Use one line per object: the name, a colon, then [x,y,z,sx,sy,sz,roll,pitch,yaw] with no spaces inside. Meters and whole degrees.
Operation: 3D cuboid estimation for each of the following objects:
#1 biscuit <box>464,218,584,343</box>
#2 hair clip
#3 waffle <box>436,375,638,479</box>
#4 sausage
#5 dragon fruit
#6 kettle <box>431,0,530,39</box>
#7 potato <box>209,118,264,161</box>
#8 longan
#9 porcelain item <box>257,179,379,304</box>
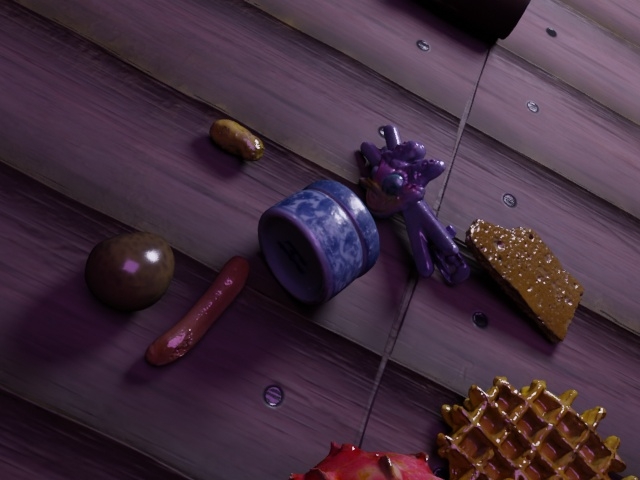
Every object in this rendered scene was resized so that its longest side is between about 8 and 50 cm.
biscuit: [0.324,0.042,0.984,0.237,0.026,0.131,46,53,-9]
hair clip: [0.146,-0.061,0.951,0.090,0.137,0.278,1,58,-61]
waffle: [0.283,0.313,0.833,0.293,0.069,0.260,3,61,-16]
sausage: [-0.151,0.091,0.799,0.043,0.043,0.186,38,57,2]
dragon fruit: [0.072,0.326,0.668,0.268,0.205,0.210,22,31,-17]
kettle: [0.298,-0.527,1.241,0.232,0.144,0.202,24,38,-4]
potato: [-0.123,-0.150,0.934,0.092,0.046,0.045,29,92,7]
longan: [-0.235,0.034,0.767,0.113,0.092,0.113,5,53,-7]
porcelain item: [0.000,0.000,0.841,0.114,0.147,0.147,-32,78,-33]
